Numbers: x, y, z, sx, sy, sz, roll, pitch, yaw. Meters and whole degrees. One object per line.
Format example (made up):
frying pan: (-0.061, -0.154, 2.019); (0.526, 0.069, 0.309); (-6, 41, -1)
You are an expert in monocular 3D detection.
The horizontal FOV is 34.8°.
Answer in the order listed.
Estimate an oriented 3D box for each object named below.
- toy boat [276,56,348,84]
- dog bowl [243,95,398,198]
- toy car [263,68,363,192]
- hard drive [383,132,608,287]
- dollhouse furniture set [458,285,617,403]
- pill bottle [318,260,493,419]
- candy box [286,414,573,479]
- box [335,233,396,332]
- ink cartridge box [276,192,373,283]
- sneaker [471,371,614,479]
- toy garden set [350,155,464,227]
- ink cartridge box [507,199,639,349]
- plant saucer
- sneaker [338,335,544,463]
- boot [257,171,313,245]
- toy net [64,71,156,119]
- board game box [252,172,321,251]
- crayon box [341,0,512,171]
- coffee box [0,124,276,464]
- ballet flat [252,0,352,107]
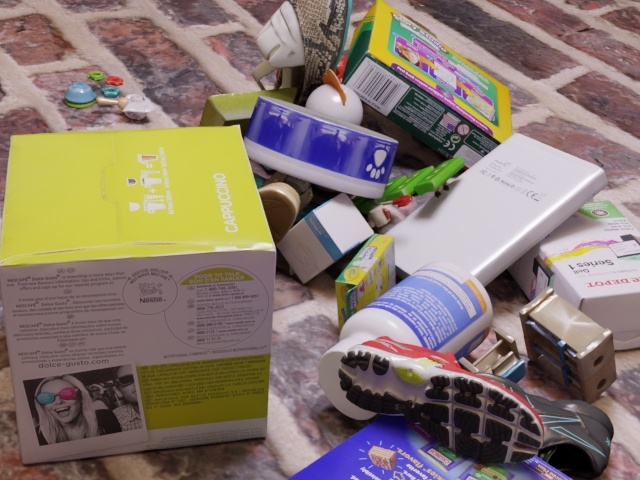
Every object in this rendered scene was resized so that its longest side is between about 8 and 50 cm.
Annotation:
toy boat: (0.016, -0.402, 2.337); (0.231, 0.151, 0.151); (-3, 34, -10)
dog bowl: (-0.001, -0.164, 1.788); (0.264, 0.104, 0.265); (18, 10, -3)
toy car: (0.014, -0.234, 2.002); (0.219, 0.238, 0.210); (-11, 36, -22)
hard drive: (0.283, -0.040, 1.750); (0.353, 0.047, 0.233); (-37, 36, -13)
dollhouse furniture set: (0.325, 0.194, 1.519); (0.183, 0.129, 0.129); (-37, 47, -14)
pill bottle: (0.123, 0.149, 1.508); (0.152, 0.152, 0.272); (28, 39, 31)
candy box: (0.121, 0.346, 1.233); (0.317, 0.122, 0.268); (-24, 42, -39)
box: (0.071, 0.078, 1.653); (0.043, 0.105, 0.179); (9, 33, 22)
ink cartridge box: (0.000, 0.000, 1.735); (0.092, 0.143, 0.090); (-33, 87, -45)
sneaker: (0.271, 0.258, 1.408); (0.267, 0.101, 0.106); (10, 36, 9)
toy garden set: (0.120, -0.057, 1.821); (0.244, 0.049, 0.204); (-17, 15, 45)
ink cartridge box: (0.456, 0.055, 1.720); (0.201, 0.117, 0.278); (-5, 34, -15)
plant saucer: (-0.148, -0.237, 2.078); (0.188, 0.188, 0.045); (-9, 69, -19)
sneaker: (0.162, 0.184, 1.296); (0.279, 0.107, 0.118); (22, 26, 25)
boot: (-0.075, -0.059, 1.706); (0.095, 0.262, 0.203); (43, 50, -1)
toy net: (-0.448, -0.310, 2.245); (0.232, 0.045, 0.122); (22, 35, 23)
board game box: (-0.097, -0.052, 1.885); (0.186, 0.026, 0.126); (27, 50, 31)
crayon box: (0.230, -0.320, 2.144); (0.363, 0.106, 0.313); (32, 30, -12)
coffee box: (-0.255, 0.060, 1.432); (0.338, 0.334, 0.338); (-3, 34, -12)
ballet flat: (-0.047, -0.364, 2.049); (0.182, 0.483, 0.164); (-15, 70, -11)
